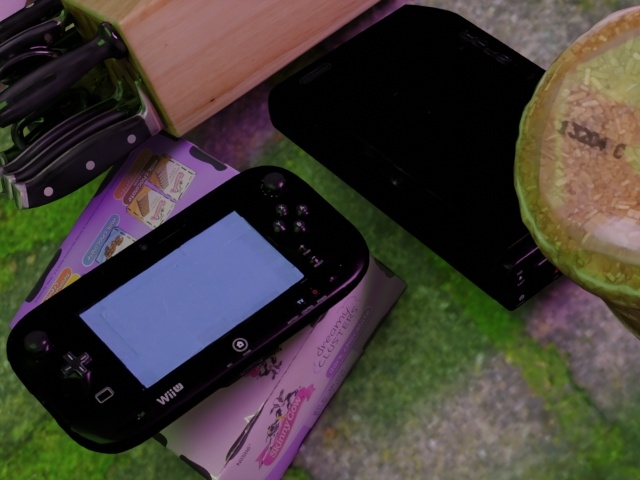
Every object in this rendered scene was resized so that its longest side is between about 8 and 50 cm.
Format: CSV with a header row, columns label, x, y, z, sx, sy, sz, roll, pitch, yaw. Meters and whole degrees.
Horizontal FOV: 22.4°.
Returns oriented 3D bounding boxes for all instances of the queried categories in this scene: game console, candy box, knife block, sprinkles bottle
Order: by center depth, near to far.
label,x,y,z,sx,sy,sz,roll,pitch,yaw
sprinkles bottle,0.197,0.018,0.714,0.121,0.355,0.121,-9,68,24
game console,0.000,0.000,0.913,0.361,0.044,0.213,-35,51,-21
knife block,-0.084,-0.126,1.002,0.275,0.088,0.242,-11,36,23
candy box,-0.072,0.041,1.010,0.196,0.070,0.165,32,88,32

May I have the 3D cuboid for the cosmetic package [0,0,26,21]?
label,x,y,z,sx,sy,sz,roll,pitch,yaw
cosmetic package,-0.378,-0.076,1.157,0.217,0.156,0.385,9,77,31
